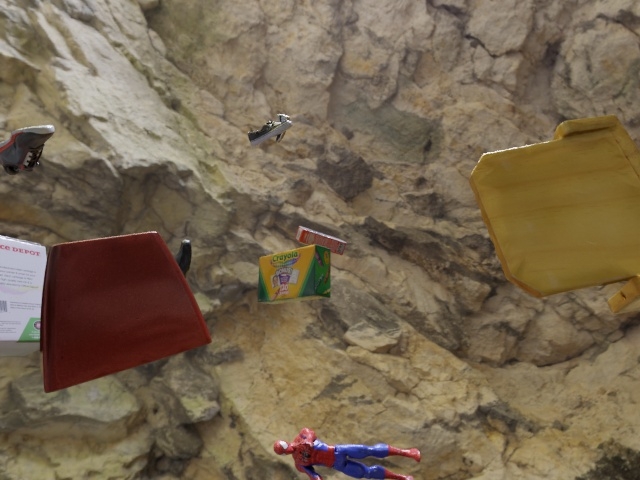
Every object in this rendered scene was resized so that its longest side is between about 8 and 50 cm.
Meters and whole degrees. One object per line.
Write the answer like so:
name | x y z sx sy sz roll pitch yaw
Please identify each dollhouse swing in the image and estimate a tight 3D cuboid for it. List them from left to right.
dollhouse swing | 0.495 -0.022 0.829 0.305 0.315 0.346 -18 -116 15

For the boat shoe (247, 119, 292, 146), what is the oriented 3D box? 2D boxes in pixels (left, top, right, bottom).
boat shoe | -0.134 -0.281 1.045 0.142 0.049 0.040 -15 -73 35

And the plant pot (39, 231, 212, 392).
plant pot | -0.405 0.120 0.797 0.267 0.267 0.235 -16 -94 53

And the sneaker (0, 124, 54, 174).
sneaker | -0.522 -0.160 0.734 0.158 0.061 0.064 -14 -77 30

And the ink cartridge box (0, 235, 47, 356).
ink cartridge box | -0.797 0.137 1.006 0.117 0.201 0.278 -24 -109 12

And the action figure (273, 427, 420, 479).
action figure | 0.048 0.416 0.755 0.139 0.281 0.091 89 10 -81

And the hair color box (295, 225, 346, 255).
hair color box | 0.000 0.000 1.481 0.093 0.167 0.053 -144 -107 -74

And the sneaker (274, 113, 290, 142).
sneaker | -0.111 -0.307 1.112 0.031 0.037 0.083 -72 -174 -51

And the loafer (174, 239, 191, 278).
loafer | -0.497 0.096 1.412 0.223 0.078 0.076 -68 -153 22

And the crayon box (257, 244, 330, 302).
crayon box | -0.093 0.122 1.387 0.279 0.081 0.165 -14 -112 39
